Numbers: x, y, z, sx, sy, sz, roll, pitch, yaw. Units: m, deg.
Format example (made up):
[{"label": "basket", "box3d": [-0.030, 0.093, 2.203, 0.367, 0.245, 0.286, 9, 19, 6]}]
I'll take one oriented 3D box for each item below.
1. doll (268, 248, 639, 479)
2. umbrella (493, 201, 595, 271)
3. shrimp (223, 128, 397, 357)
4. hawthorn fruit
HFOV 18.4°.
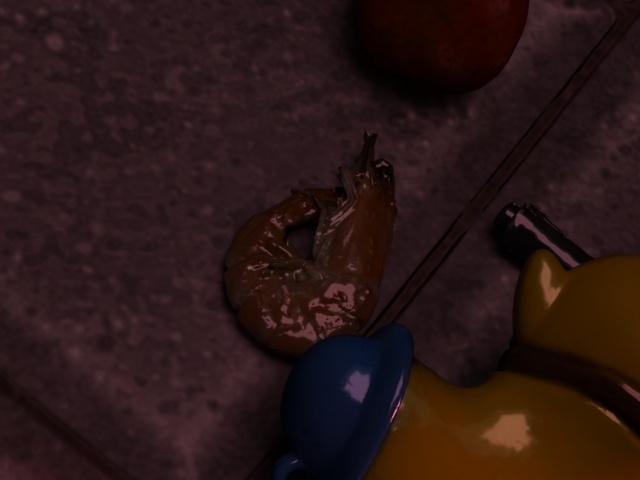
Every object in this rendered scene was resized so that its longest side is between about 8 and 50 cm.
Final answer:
[{"label": "doll", "box3d": [0.141, 0.105, 1.189, 0.363, 0.145, 0.199, -13, 88, -16]}, {"label": "umbrella", "box3d": [0.169, 0.024, 1.313, 0.133, 0.031, 0.036, 41, 52, 6]}, {"label": "shrimp", "box3d": [0.000, 0.000, 1.261, 0.099, 0.041, 0.180, 19, 55, 7]}, {"label": "hawthorn fruit", "box3d": [0.090, -0.169, 1.346, 0.125, 0.140, 0.125, 35, 22, -16]}]
